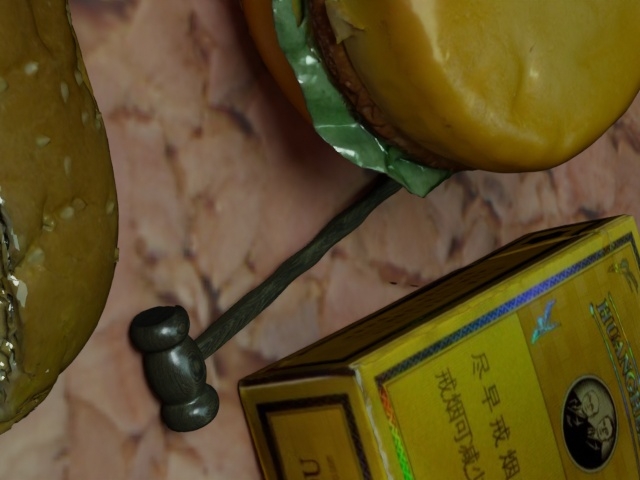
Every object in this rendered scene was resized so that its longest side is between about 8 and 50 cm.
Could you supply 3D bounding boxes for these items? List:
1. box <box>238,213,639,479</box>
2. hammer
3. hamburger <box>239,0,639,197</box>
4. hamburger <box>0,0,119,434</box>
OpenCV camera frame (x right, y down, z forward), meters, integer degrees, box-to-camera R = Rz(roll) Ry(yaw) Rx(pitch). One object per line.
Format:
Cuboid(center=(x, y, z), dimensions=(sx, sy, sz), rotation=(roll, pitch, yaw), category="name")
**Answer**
Cuboid(center=(0.101, 0.117, 0.942), dimensions=(0.301, 0.084, 0.193), rotation=(-24, 101, -50), category="box")
Cuboid(center=(0.000, 0.000, 0.884), dimensions=(0.292, 0.029, 0.058), rotation=(-42, 123, -46), category="hammer")
Cuboid(center=(0.054, -0.146, 0.838), dimensions=(0.246, 0.170, 0.246), rotation=(-9, 103, -41), category="hamburger")
Cuboid(center=(-0.139, -0.061, 0.624), dimensions=(0.131, 0.124, 0.262), rotation=(-21, 106, -51), category="hamburger")
